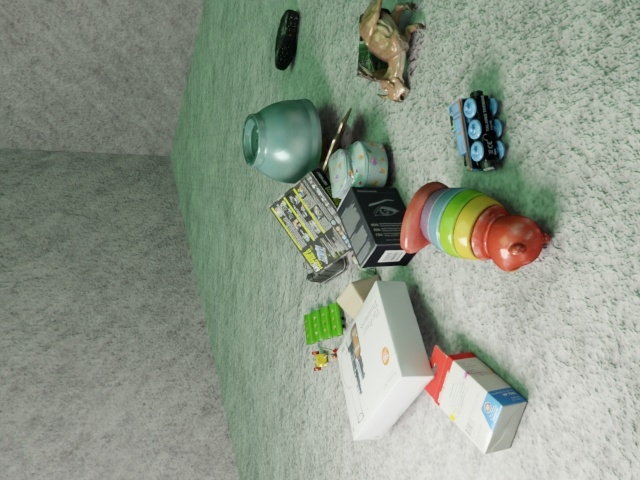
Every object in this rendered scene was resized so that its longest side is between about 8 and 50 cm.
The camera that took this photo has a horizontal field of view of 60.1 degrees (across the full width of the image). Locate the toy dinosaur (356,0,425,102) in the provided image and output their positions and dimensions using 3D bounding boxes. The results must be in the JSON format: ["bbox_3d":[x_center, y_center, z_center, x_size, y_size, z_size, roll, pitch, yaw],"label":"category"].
[{"bbox_3d":[0.161,-0.531,1.469,0.200,0.127,0.295,-37,68,48],"label":"toy dinosaur"}]

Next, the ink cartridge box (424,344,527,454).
[{"bbox_3d":[0.340,0.348,1.253,0.231,0.078,0.134,44,129,54],"label":"ink cartridge box"}]

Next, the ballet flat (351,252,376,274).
[{"bbox_3d":[0.127,0.072,1.692,0.114,0.041,0.041,50,134,50],"label":"ballet flat"}]

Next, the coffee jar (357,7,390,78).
[{"bbox_3d":[0.152,-0.557,1.567,0.096,0.079,0.184,15,106,62],"label":"coffee jar"}]

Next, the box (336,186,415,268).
[{"bbox_3d":[0.158,-0.038,1.507,0.108,0.153,0.207,-61,39,46],"label":"box"}]

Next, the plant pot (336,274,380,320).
[{"bbox_3d":[0.130,0.179,1.631,0.096,0.109,0.109,61,143,24],"label":"plant pot"}]

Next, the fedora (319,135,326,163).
[{"bbox_3d":[-0.031,-0.320,1.933,0.194,0.079,0.194,177,90,-65],"label":"fedora"}]

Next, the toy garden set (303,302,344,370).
[{"bbox_3d":[0.026,0.334,1.896,0.244,0.049,0.203,-32,61,58],"label":"toy garden set"}]

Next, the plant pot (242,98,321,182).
[{"bbox_3d":[-0.146,-0.332,1.854,0.293,0.196,0.293,178,90,-65],"label":"plant pot"}]

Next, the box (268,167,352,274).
[{"bbox_3d":[-0.009,-0.057,1.716,0.216,0.060,0.270,-37,88,38],"label":"box"}]

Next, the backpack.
[{"bbox_3d":[0.110,-0.201,1.604,0.188,0.144,0.165,-31,59,56],"label":"backpack"}]

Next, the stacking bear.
[{"bbox_3d":[0.334,-0.021,1.178,0.289,0.175,0.164,25,121,50],"label":"stacking bear"}]

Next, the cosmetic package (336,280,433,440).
[{"bbox_3d":[0.158,0.333,1.505,0.377,0.097,0.284,111,154,-45],"label":"cosmetic package"}]

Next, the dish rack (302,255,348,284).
[{"bbox_3d":[0.000,0.000,1.904,0.208,0.074,0.271,-37,58,56],"label":"dish rack"}]

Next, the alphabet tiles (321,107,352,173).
[{"bbox_3d":[0.045,-0.292,1.736,0.198,0.009,0.237,-63,-3,-52],"label":"alphabet tiles"}]

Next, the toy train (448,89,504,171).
[{"bbox_3d":[0.344,-0.236,1.223,0.105,0.080,0.184,154,109,-70],"label":"toy train"}]

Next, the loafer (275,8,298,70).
[{"bbox_3d":[-0.133,-0.766,2.118,0.078,0.076,0.223,-136,55,-60],"label":"loafer"}]
